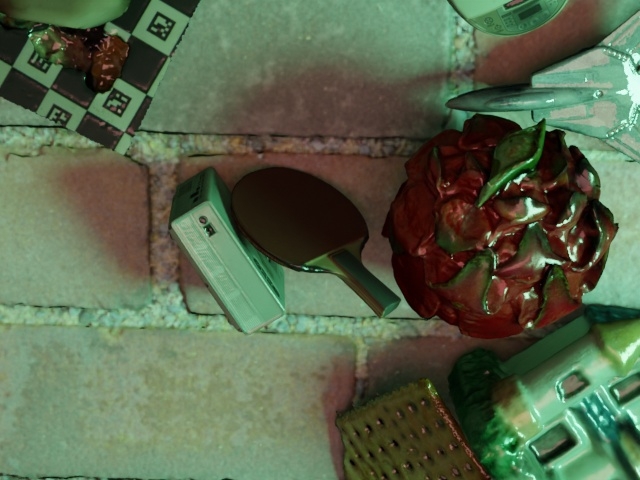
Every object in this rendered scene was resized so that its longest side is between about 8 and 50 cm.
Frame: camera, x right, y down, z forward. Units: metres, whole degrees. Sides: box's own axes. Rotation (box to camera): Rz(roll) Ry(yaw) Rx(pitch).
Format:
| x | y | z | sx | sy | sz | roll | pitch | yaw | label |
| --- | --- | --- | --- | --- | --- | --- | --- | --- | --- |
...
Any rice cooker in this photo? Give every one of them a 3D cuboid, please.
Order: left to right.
| x | y | z | sx | sy | sz | roll | pitch | yaw | label |
| --- | --- | --- | --- | --- | --- | --- | --- | --- | --- |
| 0.164 | -0.300 | 1.788 | 0.145 | 0.127 | 0.206 | -27 | 105 | 7 | rice cooker |

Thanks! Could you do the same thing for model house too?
| x | y | z | sx | sy | sz | roll | pitch | yaw | label |
| --- | --- | --- | --- | --- | --- | --- | --- | --- | --- |
| 0.337 | 0.179 | 1.936 | 0.325 | 0.194 | 0.267 | -34 | 107 | 6 | model house |

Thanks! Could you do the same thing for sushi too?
| x | y | z | sx | sy | sz | roll | pitch | yaw | label |
| --- | --- | --- | --- | --- | --- | --- | --- | --- | --- |
| -0.247 | -0.215 | 1.842 | 0.215 | 0.050 | 0.192 | 25 | 90 | -1 | sushi |

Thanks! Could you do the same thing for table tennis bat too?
| x | y | z | sx | sy | sz | roll | pitch | yaw | label |
| --- | --- | --- | --- | --- | --- | --- | --- | --- | --- |
| 0.000 | 0.000 | 1.861 | 0.220 | 0.130 | 0.019 | 44 | 138 | 26 | table tennis bat |

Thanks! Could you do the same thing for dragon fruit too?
| x | y | z | sx | sy | sz | roll | pitch | yaw | label |
| --- | --- | --- | --- | --- | --- | --- | --- | --- | --- |
| 0.178 | 0.005 | 1.840 | 0.233 | 0.234 | 0.293 | -11 | 146 | 2 | dragon fruit |

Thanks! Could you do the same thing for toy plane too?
| x | y | z | sx | sy | sz | roll | pitch | yaw | label |
| --- | --- | --- | --- | --- | --- | --- | --- | --- | --- |
| 0.261 | -0.152 | 1.870 | 0.267 | 0.088 | 0.212 | -3 | 109 | 8 | toy plane |

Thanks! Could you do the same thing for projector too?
| x | y | z | sx | sy | sz | roll | pitch | yaw | label |
| --- | --- | --- | --- | --- | --- | --- | --- | --- | --- |
| -0.097 | 0.012 | 1.896 | 0.061 | 0.115 | 0.147 | -29 | 109 | 11 | projector |

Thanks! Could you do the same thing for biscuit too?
| x | y | z | sx | sy | sz | roll | pitch | yaw | label |
| --- | --- | --- | --- | --- | --- | --- | --- | --- | --- |
| 0.085 | 0.228 | 1.978 | 0.203 | 0.016 | 0.144 | -29 | 94 | 47 | biscuit |

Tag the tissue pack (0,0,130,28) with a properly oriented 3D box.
| x | y | z | sx | sy | sz | roll | pitch | yaw | label |
| --- | --- | --- | --- | --- | --- | --- | --- | --- | --- |
| -0.339 | -0.351 | 1.676 | 0.387 | 0.267 | 0.277 | 9 | 101 | -3 | tissue pack |
